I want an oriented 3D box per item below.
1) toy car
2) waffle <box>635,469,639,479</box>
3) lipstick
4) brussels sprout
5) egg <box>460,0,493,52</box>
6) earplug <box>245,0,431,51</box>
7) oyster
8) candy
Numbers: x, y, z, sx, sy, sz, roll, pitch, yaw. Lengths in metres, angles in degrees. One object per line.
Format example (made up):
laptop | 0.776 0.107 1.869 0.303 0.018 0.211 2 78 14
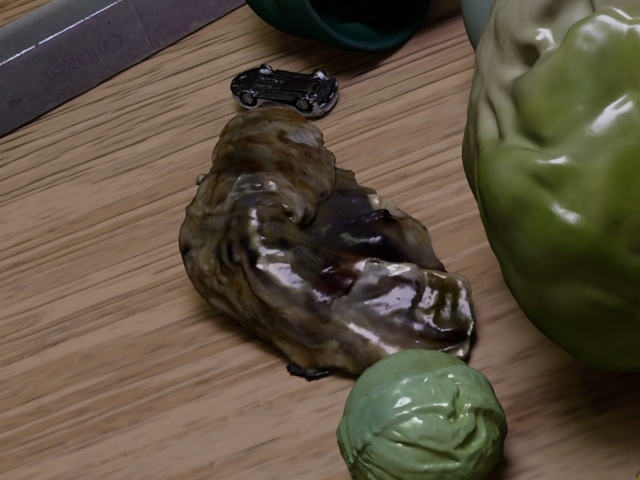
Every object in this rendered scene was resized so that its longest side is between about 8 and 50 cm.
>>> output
toy car | -0.030 -0.120 1.298 0.093 0.025 0.041 9 45 30
waffle | 0.283 0.134 0.806 0.262 0.060 0.280 -4 37 25
lipstick | -0.215 -0.177 1.426 0.317 0.066 0.068 -30 37 -11
brussels sprout | 0.194 -0.082 0.936 0.243 0.274 0.316 4 88 24
egg | 0.176 -0.181 1.169 0.149 0.149 0.192 -9 45 16
earplug | 0.060 -0.259 1.318 0.280 0.164 0.257 -2 34 40
oyster | 0.003 -0.006 1.099 0.166 0.094 0.294 -34 44 -28
candy | 0.098 0.184 0.843 0.092 0.093 0.335 -57 40 26
